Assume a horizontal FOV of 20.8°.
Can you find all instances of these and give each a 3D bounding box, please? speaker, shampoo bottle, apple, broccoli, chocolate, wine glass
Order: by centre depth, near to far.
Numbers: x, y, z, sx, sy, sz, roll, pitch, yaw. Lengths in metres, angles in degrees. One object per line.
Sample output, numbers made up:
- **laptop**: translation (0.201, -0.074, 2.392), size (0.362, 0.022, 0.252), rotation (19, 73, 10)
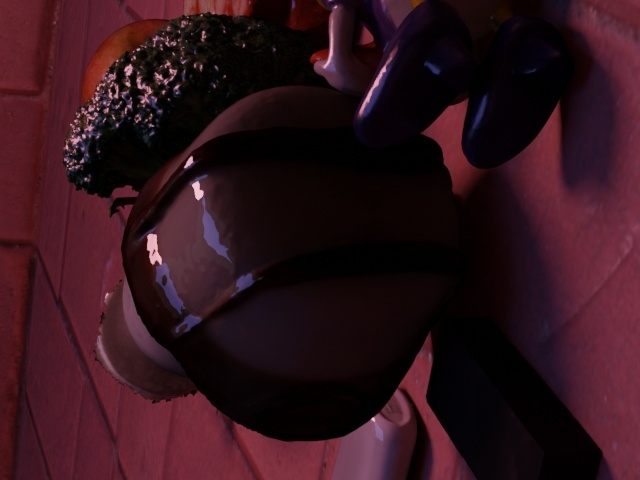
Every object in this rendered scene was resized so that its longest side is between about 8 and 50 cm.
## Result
- **speaker**: translation (0.136, 0.137, 1.281), size (0.218, 0.044, 0.082), rotation (-124, 40, -63)
- **chocolate**: translation (0.000, 0.000, 1.378), size (0.186, 0.283, 0.284), rotation (-44, 44, 43)
- **shampoo bottle**: translation (0.038, 0.236, 1.563), size (0.108, 0.051, 0.221), rotation (-122, 39, -57)
- **broccoli**: translation (-0.094, -0.080, 1.652), size (0.297, 0.297, 0.297), rotation (127, 131, -61)
- **wine glass**: translation (-0.141, 0.075, 1.937), size (0.357, 0.190, 0.191), rotation (147, 124, -68)
- **apple**: translation (-0.199, -0.174, 2.155), size (0.174, 0.188, 0.188), rotation (104, 161, -58)

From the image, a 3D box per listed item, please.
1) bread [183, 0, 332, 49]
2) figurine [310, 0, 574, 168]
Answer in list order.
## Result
- **bread**: translation (-0.062, -0.291, 1.857), size (0.328, 0.114, 0.295), rotation (123, 145, -61)
- **figurine**: translation (0.066, -0.207, 1.380), size (0.421, 0.154, 0.193), rotation (-128, 49, -62)
